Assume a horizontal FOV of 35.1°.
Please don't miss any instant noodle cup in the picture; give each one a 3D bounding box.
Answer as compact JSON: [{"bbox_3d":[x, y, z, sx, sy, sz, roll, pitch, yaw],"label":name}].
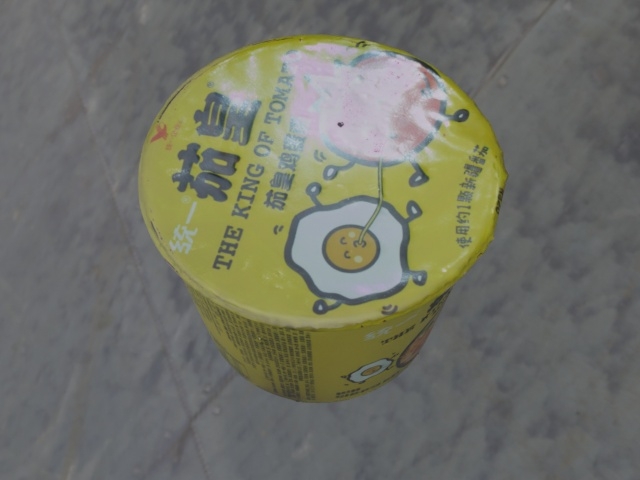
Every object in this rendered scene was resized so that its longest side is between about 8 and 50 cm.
[{"bbox_3d":[0.000,0.000,0.989,0.254,0.326,0.325,91,176,-57],"label":"instant noodle cup"}]
